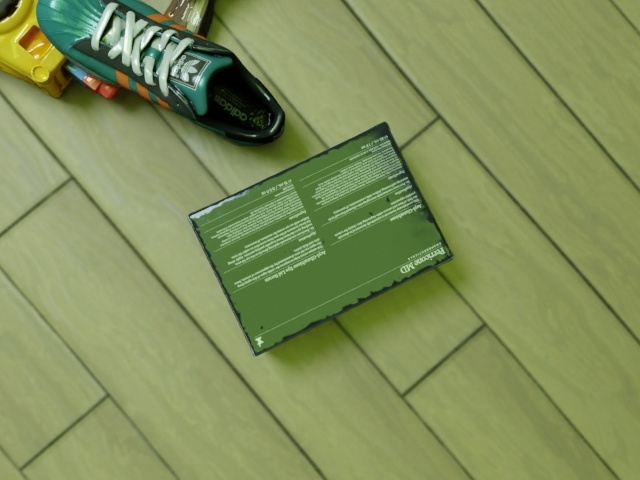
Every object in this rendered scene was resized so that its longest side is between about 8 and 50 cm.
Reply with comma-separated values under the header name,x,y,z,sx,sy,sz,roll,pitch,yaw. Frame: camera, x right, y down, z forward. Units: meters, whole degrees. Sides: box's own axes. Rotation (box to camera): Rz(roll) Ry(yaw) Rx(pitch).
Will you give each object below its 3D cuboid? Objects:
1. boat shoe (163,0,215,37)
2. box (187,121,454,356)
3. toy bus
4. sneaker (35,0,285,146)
name,x,y,z,sx,sy,sz,roll,pitch,yaw
boat shoe,-0.157,-0.342,0.763,0.060,0.064,0.178,20,89,-3
box,0.000,0.000,0.730,0.261,0.103,0.184,-25,85,-4
toy bus,-0.311,-0.282,0.723,0.211,0.149,0.220,34,84,-13
sneaker,-0.168,-0.203,0.674,0.302,0.121,0.108,25,89,-24
